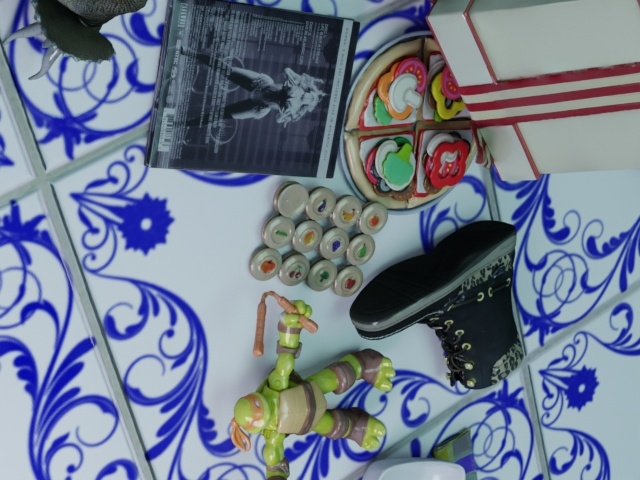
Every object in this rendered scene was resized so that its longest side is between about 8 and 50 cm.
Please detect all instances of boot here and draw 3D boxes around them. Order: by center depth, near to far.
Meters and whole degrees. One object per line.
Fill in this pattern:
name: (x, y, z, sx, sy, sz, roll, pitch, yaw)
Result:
boot: (0.140, 0.099, 1.636, 0.236, 0.085, 0.179, -30, 123, -33)

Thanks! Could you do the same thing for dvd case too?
dvd case: (-0.064, -0.147, 1.441, 0.221, 0.018, 0.165, 2, 103, -37)

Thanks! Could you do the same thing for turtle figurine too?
turtle figurine: (-0.021, 0.186, 1.543, 0.217, 0.087, 0.270, 1, 90, -48)

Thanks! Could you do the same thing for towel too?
towel: (0.162, 0.270, 1.766, 0.060, 0.009, 0.083, -25, 119, -30)

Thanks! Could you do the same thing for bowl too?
bowl: (0.091, 0.311, 1.698, 0.142, 0.053, 0.142, 7, 102, -39)

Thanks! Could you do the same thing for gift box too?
gift box: (0.252, -0.213, 1.493, 0.276, 0.258, 0.255, -55, 131, -39)

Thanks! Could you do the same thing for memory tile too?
memory tile: (0.000, 0.000, 1.533, 0.148, 0.012, 0.113, 13, 105, -37)

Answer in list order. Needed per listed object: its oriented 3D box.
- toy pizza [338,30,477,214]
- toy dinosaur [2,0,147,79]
toy pizza: (0.106, -0.122, 1.570, 0.201, 0.032, 0.201, -14, 114, -34)
toy dinosaur: (-0.178, -0.251, 1.173, 0.160, 0.121, 0.313, -35, 151, -21)
